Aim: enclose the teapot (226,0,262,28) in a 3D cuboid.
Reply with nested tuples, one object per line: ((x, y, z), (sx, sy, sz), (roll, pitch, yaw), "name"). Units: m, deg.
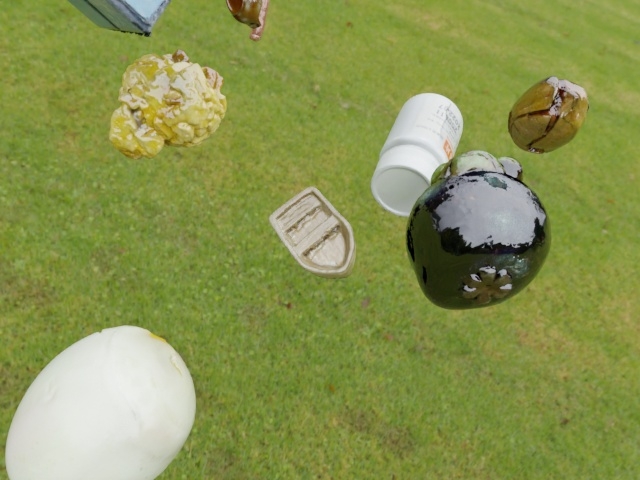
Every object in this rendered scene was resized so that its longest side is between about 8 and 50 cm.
((-0.158, -0.530, 1.373), (0.078, 0.129, 0.098), (-18, 9, -41), "teapot")

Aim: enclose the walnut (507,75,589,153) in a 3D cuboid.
((0.442, -0.243, 1.223), (0.137, 0.245, 0.137), (1, 79, -4), "walnut")

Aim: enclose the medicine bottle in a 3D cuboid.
((0.292, -0.260, 1.882), (0.211, 0.211, 0.371), (21, 49, 6), "medicine bottle")

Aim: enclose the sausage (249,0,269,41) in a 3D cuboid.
((-0.184, -0.690, 1.924), (0.042, 0.158, 0.036), (5, 18, -28), "sausage")

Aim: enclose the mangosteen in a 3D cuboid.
((0.229, -0.018, 0.934), (0.242, 0.243, 0.243), (9, 41, -8), "mangosteen")

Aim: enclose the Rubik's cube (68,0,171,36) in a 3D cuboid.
((-0.470, -0.688, 1.405), (0.316, 0.318, 0.313), (26, 80, 46), "Rubik's cube")

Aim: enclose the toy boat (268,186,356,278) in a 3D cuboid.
((0.000, 0.000, 1.138), (0.116, 0.061, 0.188), (-37, 59, -1), "toy boat")

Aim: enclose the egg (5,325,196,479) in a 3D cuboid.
((-0.393, 0.326, 1.128), (0.345, 0.283, 0.283), (-41, 58, -2), "egg")

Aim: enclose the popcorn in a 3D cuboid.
((-0.407, -0.353, 1.629), (0.332, 0.225, 0.265), (-37, 86, -6), "popcorn")
